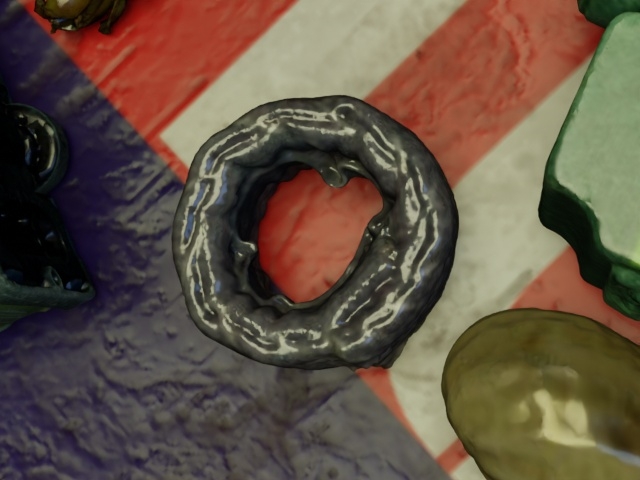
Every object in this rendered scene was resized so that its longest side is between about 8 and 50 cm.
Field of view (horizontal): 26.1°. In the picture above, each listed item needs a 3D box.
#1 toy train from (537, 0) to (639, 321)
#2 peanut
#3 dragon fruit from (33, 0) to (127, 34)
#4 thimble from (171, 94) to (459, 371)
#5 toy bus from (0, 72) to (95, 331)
[{"bbox_3d":[0.250,-0.046,0.654,0.299,0.167,0.238,23,86,11],"label":"toy train"},{"bbox_3d":[0.184,0.125,0.687,0.274,0.111,0.125,22,94,11],"label":"peanut"},{"bbox_3d":[-0.076,-0.200,0.759,0.246,0.125,0.125,-46,48,24],"label":"dragon fruit"},{"bbox_3d":[0.001,-0.003,0.734,0.150,0.098,0.150,-1,85,11],"label":"thimble"},{"bbox_3d":[-0.267,-0.078,0.759,0.190,0.152,0.312,-25,82,6],"label":"toy bus"}]
